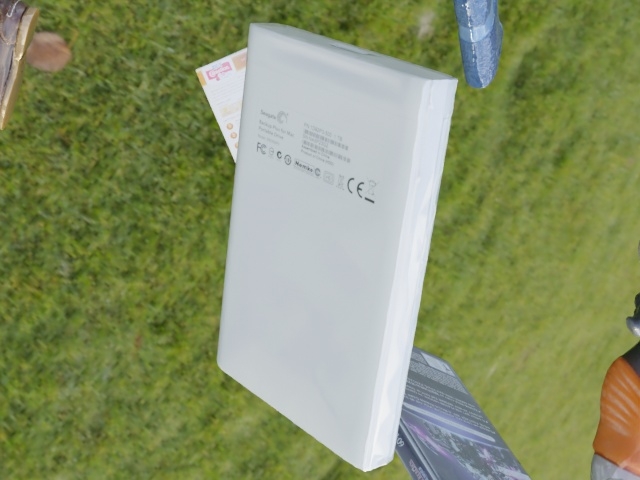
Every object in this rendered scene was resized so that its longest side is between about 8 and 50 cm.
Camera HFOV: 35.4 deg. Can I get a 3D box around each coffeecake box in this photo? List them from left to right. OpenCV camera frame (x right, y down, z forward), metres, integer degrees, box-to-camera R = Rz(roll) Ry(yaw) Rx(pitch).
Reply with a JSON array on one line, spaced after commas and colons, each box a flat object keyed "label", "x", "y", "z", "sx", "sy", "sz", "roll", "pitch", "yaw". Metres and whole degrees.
[{"label": "coffeecake box", "x": -0.092, "y": -0.207, "z": 1.562, "sx": 0.142, "sy": 0.068, "sz": 0.186, "roll": -23, "pitch": 99, "yaw": -2}]

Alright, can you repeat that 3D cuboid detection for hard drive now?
[{"label": "hard drive", "x": 0.000, "y": 0.000, "z": 0.798, "sx": 0.040, "sy": 0.203, "sz": 0.308, "roll": -11, "pitch": 118, "yaw": -40}]

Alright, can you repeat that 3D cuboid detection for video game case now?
[{"label": "video game case", "x": 0.121, "y": 0.185, "z": 0.963, "sx": 0.196, "sy": 0.274, "sz": 0.026, "roll": 27, "pitch": 110, "yaw": -39}]

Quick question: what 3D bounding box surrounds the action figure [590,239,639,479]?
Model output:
[{"label": "action figure", "x": 0.219, "y": 0.034, "z": 0.454, "sx": 0.330, "sy": 0.178, "sz": 0.341, "roll": -45, "pitch": 156, "yaw": -16}]

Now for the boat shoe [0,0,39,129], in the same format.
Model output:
[{"label": "boat shoe", "x": -0.454, "y": -0.254, "z": 1.418, "sx": 0.073, "sy": 0.073, "sz": 0.207, "roll": -87, "pitch": -162, "yaw": -55}]

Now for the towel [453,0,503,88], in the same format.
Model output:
[{"label": "towel", "x": 0.124, "y": -0.180, "z": 0.787, "sx": 0.119, "sy": 0.029, "sz": 0.067, "roll": 69, "pitch": 28, "yaw": -54}]
